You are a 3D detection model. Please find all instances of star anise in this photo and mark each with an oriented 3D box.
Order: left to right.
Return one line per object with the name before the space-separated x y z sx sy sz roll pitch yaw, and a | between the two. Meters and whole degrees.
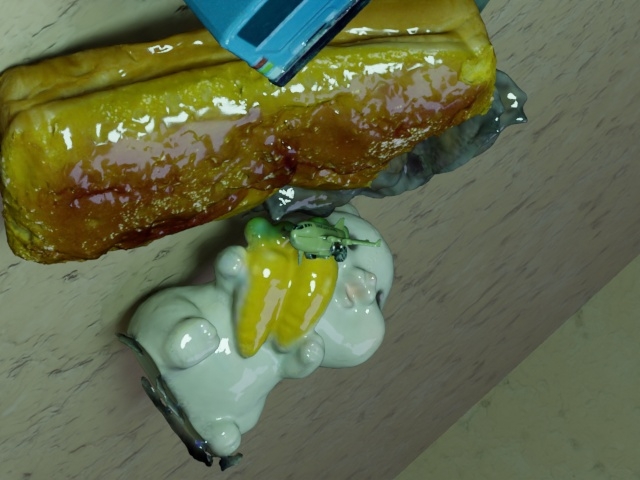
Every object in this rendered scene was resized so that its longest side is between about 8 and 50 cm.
star anise | 0.034 -0.099 1.548 0.359 0.139 0.316 -22 178 -36

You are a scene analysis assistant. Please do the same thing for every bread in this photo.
bread | -0.054 -0.078 1.278 0.380 0.109 0.185 -13 146 -13

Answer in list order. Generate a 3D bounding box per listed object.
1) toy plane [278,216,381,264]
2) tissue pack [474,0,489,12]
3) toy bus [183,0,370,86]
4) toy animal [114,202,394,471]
toy plane | 0.000 0.000 1.562 0.111 0.102 0.040 -11 102 -63
tissue pack | 0.089 -0.261 1.335 0.228 0.103 0.316 -25 158 -46
toy bus | -0.063 -0.194 1.056 0.090 0.185 0.106 -45 154 12
toy animal | -0.042 0.072 1.732 0.310 0.183 0.247 -37 -179 -17
